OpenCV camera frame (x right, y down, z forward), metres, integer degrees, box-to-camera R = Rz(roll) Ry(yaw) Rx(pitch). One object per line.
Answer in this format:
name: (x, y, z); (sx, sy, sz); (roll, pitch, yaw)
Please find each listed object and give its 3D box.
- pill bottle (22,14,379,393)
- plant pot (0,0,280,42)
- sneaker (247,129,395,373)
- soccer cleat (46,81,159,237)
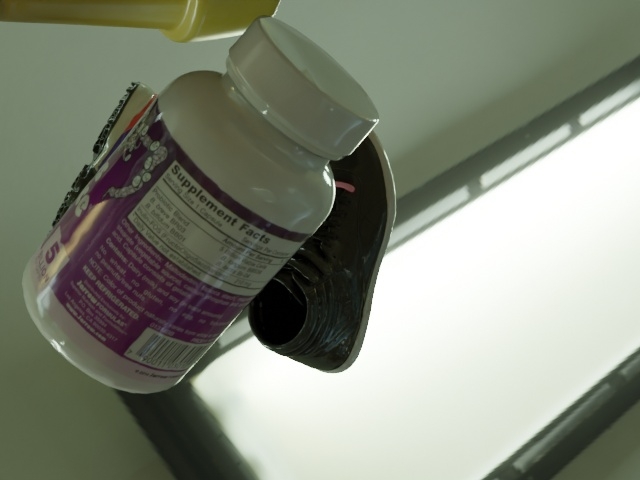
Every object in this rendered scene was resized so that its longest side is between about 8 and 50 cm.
pill bottle: (-0.096, -0.030, 0.908); (0.169, 0.301, 0.169); (37, -161, -15)
plant pot: (-0.184, -0.292, 0.969); (0.239, 0.254, 0.254); (-13, -109, -22)
sneaker: (0.000, 0.000, 1.228); (0.147, 0.104, 0.295); (12, -95, -60)
soccer cleat: (-0.234, -0.054, 1.320); (0.116, 0.108, 0.318); (30, -131, -14)
